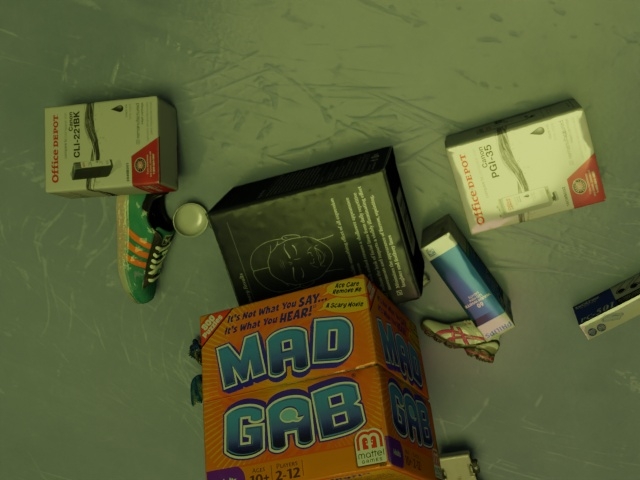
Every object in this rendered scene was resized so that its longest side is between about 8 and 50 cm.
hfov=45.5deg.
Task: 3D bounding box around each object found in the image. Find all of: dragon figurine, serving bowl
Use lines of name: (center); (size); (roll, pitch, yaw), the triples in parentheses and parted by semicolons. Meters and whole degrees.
dragon figurine: (-0.260, 0.364, 1.853); (0.085, 0.289, 0.144); (-26, 138, 27)
serving bowl: (-0.308, -0.050, 1.797); (0.083, 0.027, 0.083); (-6, 107, -20)

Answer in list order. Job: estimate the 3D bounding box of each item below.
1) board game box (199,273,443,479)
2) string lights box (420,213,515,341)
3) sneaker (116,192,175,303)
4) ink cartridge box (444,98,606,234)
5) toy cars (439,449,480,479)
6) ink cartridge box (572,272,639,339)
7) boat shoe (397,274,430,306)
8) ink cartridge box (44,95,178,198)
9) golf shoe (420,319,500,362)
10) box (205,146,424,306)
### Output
board game box: (0.005, 0.326, 1.538); (0.357, 0.356, 0.356); (-15, 63, 18)
string lights box: (0.326, 0.080, 1.685); (0.077, 0.133, 0.259); (-33, 100, 18)
sneaker: (-0.405, 0.011, 1.803); (0.121, 0.108, 0.302); (3, 108, 13)
ink cartridge box: (0.422, -0.150, 1.595); (0.283, 0.117, 0.207); (-16, 106, 15)
toy cars: (0.264, 0.534, 1.887); (0.394, 0.087, 0.176); (32, 116, -6)
ink cartridge box: (0.661, 0.134, 1.664); (0.207, 0.097, 0.046); (-32, 101, 19)
boat shoe: (0.209, 0.112, 1.774); (0.100, 0.035, 0.035); (-46, 69, 24)
ink cartridge box: (-0.467, -0.203, 1.703); (0.273, 0.114, 0.196); (-4, 85, 12)
golf shoe: (0.326, 0.216, 1.779); (0.186, 0.067, 0.085); (22, 83, 4)
box: (0.000, 0.000, 1.673); (0.396, 0.212, 0.293); (-13, 107, 13)
